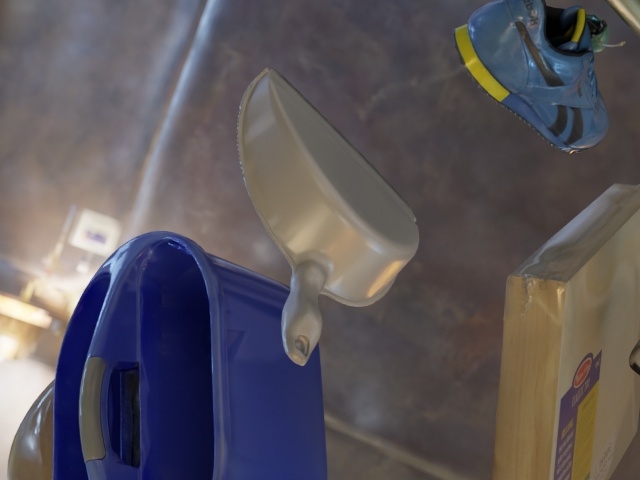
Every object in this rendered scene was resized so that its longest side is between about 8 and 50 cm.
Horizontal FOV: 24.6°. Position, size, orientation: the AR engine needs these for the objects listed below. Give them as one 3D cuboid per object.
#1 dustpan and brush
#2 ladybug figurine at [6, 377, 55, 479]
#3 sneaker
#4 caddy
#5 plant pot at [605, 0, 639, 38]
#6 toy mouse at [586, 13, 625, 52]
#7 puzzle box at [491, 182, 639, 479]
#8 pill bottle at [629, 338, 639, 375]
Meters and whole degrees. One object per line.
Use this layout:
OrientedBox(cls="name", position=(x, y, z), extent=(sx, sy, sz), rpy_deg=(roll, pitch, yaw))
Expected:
OrientedBox(cls="dustpan and brush", position=(0.000, 0.000, 0.841), extent=(0.147, 0.060, 0.211), rpy_deg=(44, -164, -21))
OrientedBox(cls="ladybug figurine", position=(-0.168, 0.284, 1.573), extent=(0.162, 0.305, 0.449), rpy_deg=(-22, 144, 30))
OrientedBox(cls="sneaker", position=(0.184, -0.126, 1.101), extent=(0.209, 0.082, 0.069), rpy_deg=(26, -139, -51))
OrientedBox(cls="caddy", position=(-0.133, 0.161, 1.276), extent=(0.179, 0.341, 0.241), rpy_deg=(18, 146, -39))
OrientedBox(cls="plant pot", position=(0.373, -0.244, 1.124), extent=(0.366, 0.366, 0.353), rpy_deg=(14, -136, -40))
OrientedBox(cls="toy mouse", position=(0.278, -0.209, 1.637), extent=(0.143, 0.161, 0.031), rpy_deg=(3, 133, 34))
OrientedBox(cls="puzzle box", position=(0.242, 0.113, 1.357), extent=(0.052, 0.272, 0.409), rpy_deg=(9, -165, 22))
OrientedBox(cls="pill bottle", position=(0.393, 0.134, 1.232), extent=(0.245, 0.130, 0.130), rpy_deg=(41, -169, 8))
